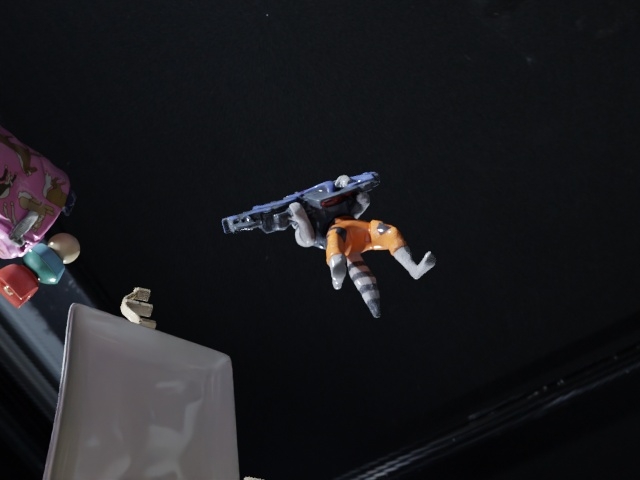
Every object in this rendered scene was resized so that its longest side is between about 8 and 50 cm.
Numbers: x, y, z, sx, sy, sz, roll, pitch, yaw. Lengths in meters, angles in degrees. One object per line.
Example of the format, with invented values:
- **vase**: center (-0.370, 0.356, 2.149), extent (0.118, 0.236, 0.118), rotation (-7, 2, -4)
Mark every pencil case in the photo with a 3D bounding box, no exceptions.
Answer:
- **pencil case**: center (-0.498, -0.124, 0.728), extent (0.167, 0.160, 0.386), rotation (10, -24, 30)

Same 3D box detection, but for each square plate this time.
- **square plate**: center (-0.286, 0.305, 0.981), extent (0.049, 0.344, 0.347), rotation (-38, -47, 26)

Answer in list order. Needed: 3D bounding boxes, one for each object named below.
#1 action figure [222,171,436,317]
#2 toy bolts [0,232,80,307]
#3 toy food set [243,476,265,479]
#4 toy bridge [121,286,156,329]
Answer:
- **action figure**: center (0.000, 0.000, 1.107), extent (0.341, 0.330, 0.178), rotation (-16, -58, -19)
- **toy bolts**: center (-0.554, -0.014, 1.065), extent (0.228, 0.218, 0.158), rotation (51, -125, -12)
- **toy food set**: center (-0.027, 0.350, 0.672), extent (0.132, 0.038, 0.192), rotation (3, -53, 17)
- **toy bridge**: center (-0.392, 0.143, 1.246), extent (0.063, 0.188, 0.026), rotation (16, -79, -25)
